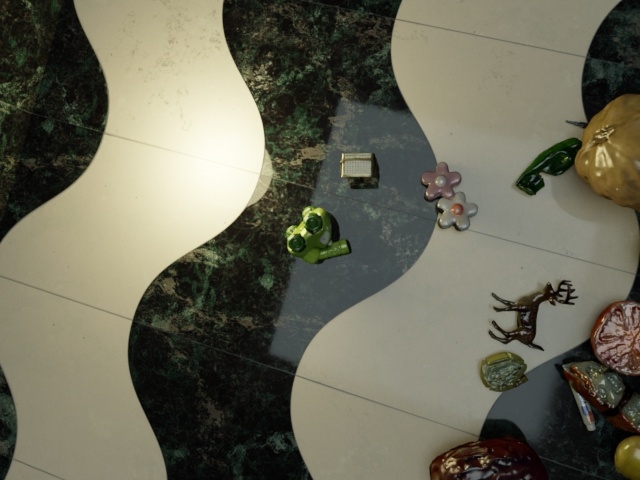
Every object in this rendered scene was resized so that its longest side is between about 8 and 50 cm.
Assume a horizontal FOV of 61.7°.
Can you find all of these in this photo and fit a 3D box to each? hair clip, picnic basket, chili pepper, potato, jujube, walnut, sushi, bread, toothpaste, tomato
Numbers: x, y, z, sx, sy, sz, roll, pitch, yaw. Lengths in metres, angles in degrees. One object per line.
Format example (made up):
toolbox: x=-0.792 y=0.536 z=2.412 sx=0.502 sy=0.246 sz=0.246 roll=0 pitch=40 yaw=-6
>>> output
hair clip: x=0.441 y=-0.147 z=1.840 sx=0.146 sy=0.075 sz=0.257 roll=-25 pitch=79 yaw=13
picnic basket: x=0.134 y=-0.258 z=1.850 sx=0.115 sy=0.164 sz=0.080 roll=-1 pitch=96 yaw=10
chili pepper: x=0.764 y=-0.251 z=1.782 sx=0.253 sy=0.083 sz=0.099 roll=-39 pitch=91 yaw=10
potato: x=1.074 y=0.678 z=1.650 sx=0.299 sy=0.140 sz=0.173 roll=3 pitch=101 yaw=15
jujube: x=0.516 y=0.768 z=1.698 sx=0.376 sy=0.258 sz=0.259 roll=-22 pitch=84 yaw=-4
walnut: x=0.973 y=-0.249 z=1.597 sx=0.382 sy=0.383 sz=0.384 roll=0 pitch=87 yaw=10
sushi: x=0.934 y=0.497 z=1.686 sx=0.332 sy=0.124 sz=0.130 roll=42 pitch=82 yaw=7
bread: x=0.609 y=0.436 z=1.781 sx=0.156 sy=0.064 sz=0.118 roll=-26 pitch=85 yaw=9
toothpaste: x=0.852 y=0.510 z=1.754 sx=0.052 sy=0.033 sz=0.218 roll=-16 pitch=80 yaw=4
tomato: x=0.980 y=0.306 z=1.709 sx=0.236 sy=0.095 sz=0.237 roll=0 pitch=90 yaw=13

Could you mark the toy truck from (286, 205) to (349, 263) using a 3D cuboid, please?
toy truck: x=-0.021 y=0.000 z=1.882 sx=0.187 sy=0.148 sz=0.211 roll=-33 pitch=107 yaw=5

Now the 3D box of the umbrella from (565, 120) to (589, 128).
umbrella: x=0.952 y=-0.358 z=1.779 sx=0.268 sy=0.044 sz=0.044 roll=14 pitch=127 yaw=17

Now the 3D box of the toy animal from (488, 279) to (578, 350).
toy animal: x=0.701 y=0.237 z=1.779 sx=0.259 sy=0.087 sz=0.244 roll=5 pitch=102 yaw=8
